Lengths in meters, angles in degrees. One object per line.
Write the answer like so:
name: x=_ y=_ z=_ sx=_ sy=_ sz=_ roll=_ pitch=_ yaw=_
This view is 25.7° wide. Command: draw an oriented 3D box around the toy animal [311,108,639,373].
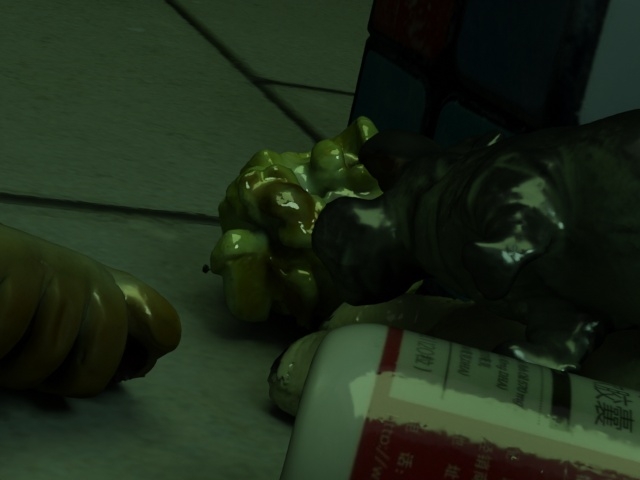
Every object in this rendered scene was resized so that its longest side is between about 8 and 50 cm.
toy animal: x=0.114 y=-0.006 z=0.694 sx=0.343 sy=0.106 sz=0.168 roll=4 pitch=34 yaw=46

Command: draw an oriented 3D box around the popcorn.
popcorn: x=0.000 y=0.000 z=0.914 sx=0.141 sy=0.135 sz=0.162 roll=31 pitch=57 yaw=-9

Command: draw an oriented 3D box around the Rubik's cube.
Rubik's cube: x=0.226 y=-0.103 z=1.069 sx=0.313 sy=0.316 sz=0.318 roll=5 pitch=19 yaw=-23

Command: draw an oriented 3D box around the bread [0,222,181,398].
bread: x=-0.173 y=0.027 z=0.700 sx=0.134 sy=0.081 sz=0.225 roll=17 pitch=-6 yaw=44

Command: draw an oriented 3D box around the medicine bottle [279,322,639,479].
medicine bottle: x=0.107 y=0.123 z=0.588 sx=0.250 sy=0.131 sz=0.131 roll=14 pitch=18 yaw=4

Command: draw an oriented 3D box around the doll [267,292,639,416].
doll: x=0.117 y=0.083 z=0.781 sx=0.278 sy=0.149 sz=0.175 roll=5 pitch=51 yaw=25
